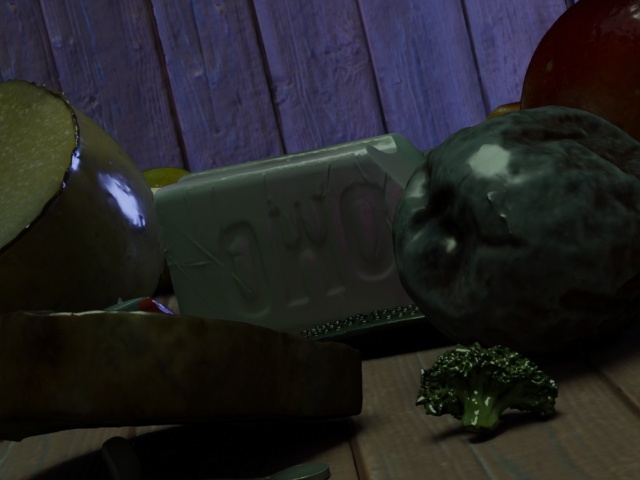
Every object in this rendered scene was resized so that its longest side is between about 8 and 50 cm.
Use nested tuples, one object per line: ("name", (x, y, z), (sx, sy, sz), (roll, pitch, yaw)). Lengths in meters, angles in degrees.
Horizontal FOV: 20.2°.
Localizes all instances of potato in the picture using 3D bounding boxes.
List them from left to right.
("potato", (-0.398, 0.021, 2.439), (0.442, 0.319, 0.385), (9, 62, 50))

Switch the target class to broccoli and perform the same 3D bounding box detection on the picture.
("broccoli", (0.140, 0.129, 1.495), (0.095, 0.097, 0.092), (-35, 34, 45))

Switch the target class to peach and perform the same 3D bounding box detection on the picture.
("peach", (0.420, -0.160, 2.007), (0.406, 0.310, 0.335), (9, 35, 38))

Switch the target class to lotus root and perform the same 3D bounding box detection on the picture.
("lotus root", (-0.150, 0.121, 1.600), (0.375, 0.111, 0.390), (-2, -8, -2))

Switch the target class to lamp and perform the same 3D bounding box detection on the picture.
("lamp", (-0.087, 0.186, 1.496), (0.198, 0.056, 0.050), (-7, 7, 22))

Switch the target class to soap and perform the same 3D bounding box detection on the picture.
("soap", (0.000, 0.000, 2.104), (0.347, 0.208, 0.115), (-10, 10, 18))

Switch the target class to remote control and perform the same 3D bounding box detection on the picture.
("remote control", (0.066, 0.096, 1.905), (0.222, 0.042, 0.072), (-11, 8, 23))

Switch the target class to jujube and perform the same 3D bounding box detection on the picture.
("jujube", (0.211, -0.007, 1.719), (0.308, 0.215, 0.246), (-4, 35, -46))

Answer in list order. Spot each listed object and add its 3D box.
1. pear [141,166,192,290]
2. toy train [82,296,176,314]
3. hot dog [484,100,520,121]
("pear", (-0.236, -0.018, 2.734), (0.200, 0.200, 0.200), (-13, 8, 2))
("toy train", (-0.298, 0.138, 2.078), (0.086, 0.089, 0.409), (-15, 6, 32))
("hot dog", (0.401, -0.117, 2.339), (0.405, 0.185, 0.223), (-11, 5, 16))
